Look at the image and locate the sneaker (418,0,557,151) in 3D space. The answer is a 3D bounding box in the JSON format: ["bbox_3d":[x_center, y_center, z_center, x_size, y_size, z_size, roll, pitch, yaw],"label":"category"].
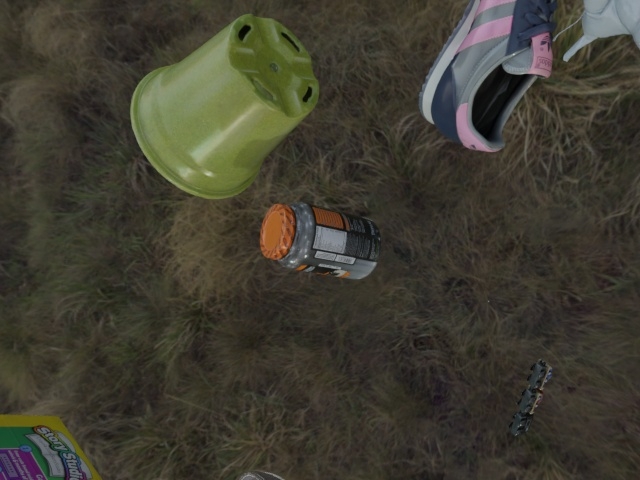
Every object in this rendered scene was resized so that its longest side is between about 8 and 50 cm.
[{"bbox_3d":[0.227,-0.247,0.531,0.131,0.112,0.318,59,142,42],"label":"sneaker"}]

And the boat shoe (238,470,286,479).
[{"bbox_3d":[-0.095,0.538,0.913,0.116,0.097,0.324,-59,31,-6],"label":"boat shoe"}]

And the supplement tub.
[{"bbox_3d":[0.000,0.000,0.837,0.117,0.191,0.116,-27,57,53],"label":"supplement tub"}]

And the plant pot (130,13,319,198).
[{"bbox_3d":[-0.149,-0.244,0.850,0.254,0.276,0.275,-22,75,45],"label":"plant pot"}]

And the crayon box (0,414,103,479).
[{"bbox_3d":[-0.427,0.360,0.606,0.363,0.313,0.106,26,87,37],"label":"crayon box"}]

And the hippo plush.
[{"bbox_3d":[0.676,-0.492,1.003,0.294,0.234,0.236,-51,55,22],"label":"hippo plush"}]

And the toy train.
[{"bbox_3d":[0.349,0.260,0.796,0.027,0.036,0.158,-129,40,-55],"label":"toy train"}]
